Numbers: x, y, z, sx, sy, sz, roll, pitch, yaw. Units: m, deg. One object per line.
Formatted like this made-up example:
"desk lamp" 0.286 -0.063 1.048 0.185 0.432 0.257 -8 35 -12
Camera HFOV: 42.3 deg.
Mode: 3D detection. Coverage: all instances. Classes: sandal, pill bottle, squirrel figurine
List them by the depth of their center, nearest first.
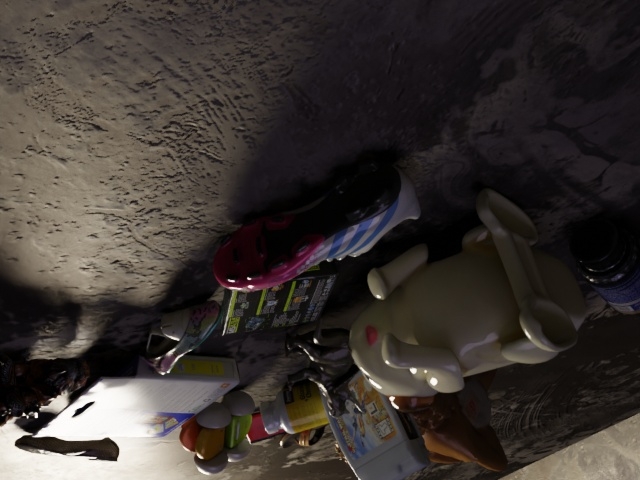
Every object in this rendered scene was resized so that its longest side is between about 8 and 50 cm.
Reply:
"pill bottle" 0.565 0.049 1.580 0.122 0.123 0.219 -31 135 25
"pill bottle" -0.041 0.382 1.897 0.184 0.103 0.103 -17 151 2
"squirrel figurine" 0.194 0.428 1.978 0.397 0.281 0.370 17 149 -42
"sandal" -0.019 0.497 2.146 0.219 0.060 0.090 -32 155 22

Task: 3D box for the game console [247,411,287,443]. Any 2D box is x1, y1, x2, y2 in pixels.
"game console" -0.116 0.444 2.062 0.144 0.085 0.124 -17 120 0

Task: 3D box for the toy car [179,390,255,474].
"toy car" -0.235 0.414 1.832 0.136 0.159 0.182 16 -162 32

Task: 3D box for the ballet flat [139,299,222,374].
"ballet flat" -0.258 0.167 1.461 0.079 0.077 0.221 25 135 -24

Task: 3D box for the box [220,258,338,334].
"box" -0.077 0.098 1.448 0.184 0.045 0.191 -5 150 -15

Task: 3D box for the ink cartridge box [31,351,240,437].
"ink cartridge box" -0.371 0.314 1.658 0.307 0.072 0.303 14 141 -39

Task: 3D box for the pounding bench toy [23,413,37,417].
"pounding bench toy" -0.571 0.312 1.564 0.065 0.052 0.083 -5 149 -19

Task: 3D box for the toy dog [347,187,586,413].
"toy dog" 0.230 0.134 1.470 0.408 0.285 0.395 -31 159 29

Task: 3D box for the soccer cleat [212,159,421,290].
"soccer cleat" 0.000 0.000 1.239 0.331 0.116 0.143 -27 149 18

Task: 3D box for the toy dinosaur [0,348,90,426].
"toy dinosaur" -0.568 0.280 1.428 0.322 0.164 0.218 -39 166 -1

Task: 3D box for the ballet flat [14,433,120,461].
"ballet flat" -0.551 0.448 1.821 0.250 0.058 0.084 21 156 -39

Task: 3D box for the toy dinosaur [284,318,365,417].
"toy dinosaur" 0.013 0.219 1.621 0.160 0.121 0.314 -3 135 -7

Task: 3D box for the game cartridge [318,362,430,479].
"game cartridge" 0.100 0.368 1.742 0.062 0.297 0.198 -2 149 -47
